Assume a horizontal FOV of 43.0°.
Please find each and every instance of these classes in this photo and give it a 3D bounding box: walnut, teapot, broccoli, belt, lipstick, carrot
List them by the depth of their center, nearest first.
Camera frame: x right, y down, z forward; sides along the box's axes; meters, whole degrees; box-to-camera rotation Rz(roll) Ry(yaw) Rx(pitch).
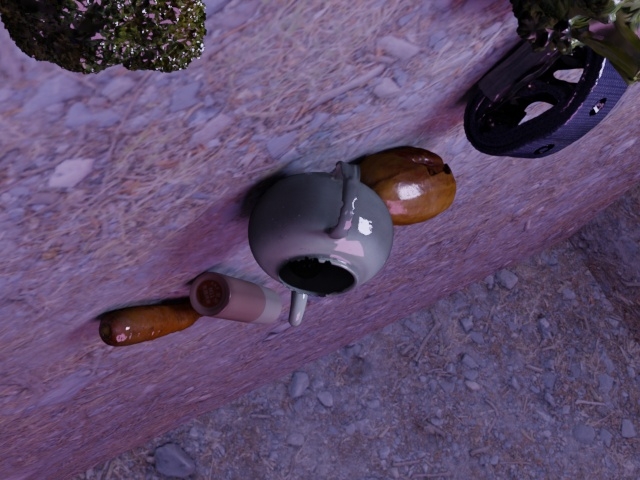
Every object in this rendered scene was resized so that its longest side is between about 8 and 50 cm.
[{"bbox_3d":[-0.127,-0.160,0.456,0.162,0.146,0.138,-63,-179,34],"label":"broccoli"},{"bbox_3d":[0.298,-0.254,0.839,0.198,0.176,0.226,-19,147,-22],"label":"broccoli"},{"bbox_3d":[0.000,0.000,1.074,0.193,0.129,0.294,10,150,-10],"label":"teapot"},{"bbox_3d":[0.296,-0.200,1.085,0.126,0.139,0.230,-7,155,-43],"label":"belt"},{"bbox_3d":[0.128,-0.080,1.184,0.207,0.115,0.116,-9,155,-40],"label":"walnut"},{"bbox_3d":[-0.246,0.122,1.264,0.059,0.059,0.248,-38,165,27],"label":"carrot"},{"bbox_3d":[-0.135,0.100,1.356,0.070,0.070,0.254,-32,164,9],"label":"lipstick"}]
